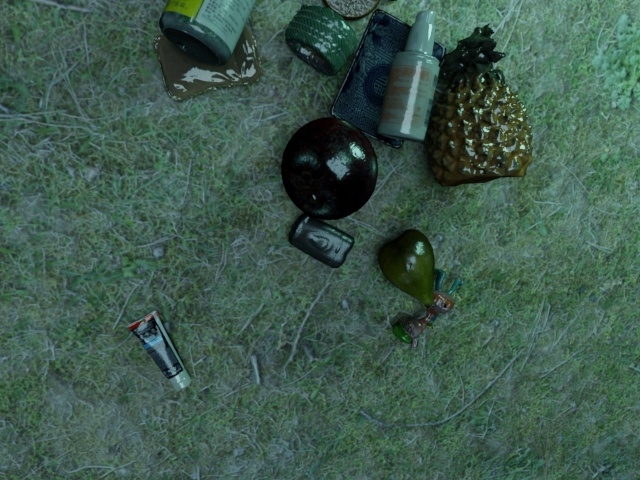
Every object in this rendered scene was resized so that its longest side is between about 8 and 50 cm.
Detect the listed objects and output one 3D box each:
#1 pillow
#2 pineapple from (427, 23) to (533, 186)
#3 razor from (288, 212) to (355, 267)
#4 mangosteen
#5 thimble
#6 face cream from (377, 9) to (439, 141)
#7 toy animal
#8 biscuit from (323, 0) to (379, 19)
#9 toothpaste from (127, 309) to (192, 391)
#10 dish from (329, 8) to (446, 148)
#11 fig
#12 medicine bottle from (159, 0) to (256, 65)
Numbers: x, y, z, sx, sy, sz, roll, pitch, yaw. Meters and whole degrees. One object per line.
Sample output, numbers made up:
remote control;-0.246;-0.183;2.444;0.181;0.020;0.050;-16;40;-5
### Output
pillow;-0.234;-0.380;0.936;0.211;0.034;0.135;-15;98;-8
pineapple;0.336;-0.301;0.961;0.223;0.223;0.357;-3;91;-9
razor;0.000;0.000;1.039;0.148;0.054;0.090;28;95;-13
mangosteen;0.026;-0.159;0.947;0.216;0.216;0.216;-2;101;-9
thimble;0.002;-0.414;0.922;0.135;0.118;0.090;34;90;24
face cream;0.187;-0.333;0.899;0.101;0.101;0.251;8;100;-11
toy animal;0.273;0.172;1.113;0.208;0.100;0.103;-58;143;2
biscuit;0.101;-0.581;0.949;0.236;0.039;0.180;-41;107;1
toothpaste;-0.367;0.259;1.039;0.071;0.045;0.193;-31;98;-11
dish;0.140;-0.347;0.981;0.182;0.080;0.243;23;98;-13
fig;0.220;0.069;1.034;0.133;0.126;0.185;-30;68;-4
medicine bottle;-0.186;-0.500;0.853;0.141;0.141;0.293;25;85;-13
